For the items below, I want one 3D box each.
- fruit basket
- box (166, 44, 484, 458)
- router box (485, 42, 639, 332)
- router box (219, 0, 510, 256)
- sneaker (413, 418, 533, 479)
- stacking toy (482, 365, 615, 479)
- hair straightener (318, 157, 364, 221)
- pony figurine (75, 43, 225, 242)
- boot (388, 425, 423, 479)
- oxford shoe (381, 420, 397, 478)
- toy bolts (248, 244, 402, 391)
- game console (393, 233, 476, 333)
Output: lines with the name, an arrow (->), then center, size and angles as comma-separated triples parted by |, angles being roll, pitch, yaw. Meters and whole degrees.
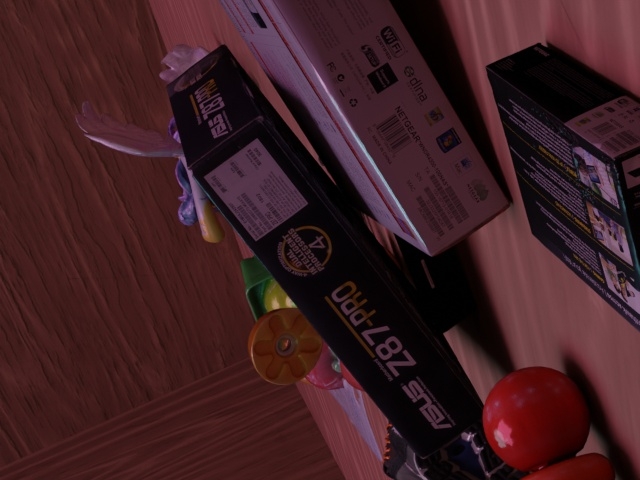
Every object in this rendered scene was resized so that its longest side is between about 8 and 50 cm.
fruit basket -> 0.006, 0.163, 2.312 | 0.353, 0.165, 0.327 | 43, 158, 48
box -> 0.000, 0.000, 1.427 | 0.395, 0.097, 0.318 | 51, -173, -23
router box -> 0.169, -0.032, 0.837 | 0.179, 0.046, 0.133 | -126, 14, -60
router box -> 0.005, -0.166, 1.208 | 0.335, 0.082, 0.301 | 57, 175, -15
sneaker -> 0.212, 0.303, 1.388 | 0.147, 0.130, 0.330 | 54, -177, -28
stacking toy -> 0.220, 0.258, 1.108 | 0.141, 0.141, 0.330 | 94, 157, -75
hair straightener -> 0.037, -0.014, 1.834 | 0.089, 0.047, 0.230 | -134, 22, -69
pony figurine -> -0.208, -0.170, 2.449 | 0.351, 0.303, 0.363 | 22, 143, 31
boot -> 0.167, 0.309, 1.735 | 0.161, 0.083, 0.246 | 43, 168, 23
oxford shoe -> 0.122, 0.277, 1.927 | 0.097, 0.098, 0.271 | 83, 162, -65
toy bolts -> 0.050, 0.135, 1.725 | 0.228, 0.218, 0.158 | 50, 166, -27
game console -> 0.102, 0.028, 1.395 | 0.071, 0.107, 0.122 | -19, 97, 41
